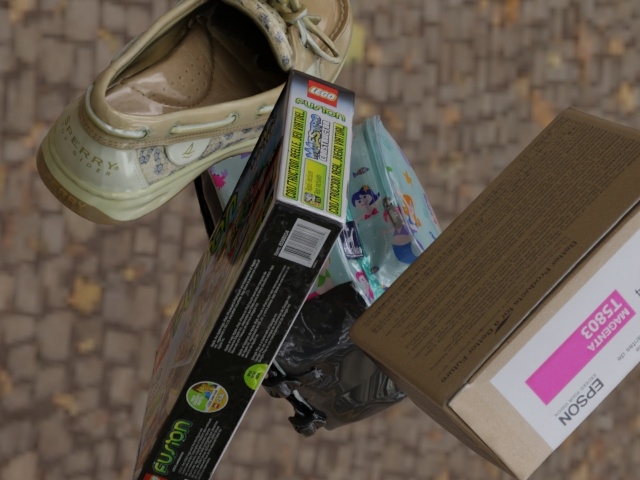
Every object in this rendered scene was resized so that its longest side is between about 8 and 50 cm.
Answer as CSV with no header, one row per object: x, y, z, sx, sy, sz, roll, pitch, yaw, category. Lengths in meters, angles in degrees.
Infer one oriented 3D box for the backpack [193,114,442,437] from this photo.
0.000,0.000,1.650,0.253,0.191,0.225,62,3,29,backpack

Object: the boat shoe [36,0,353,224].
-0.059,-0.108,1.256,0.285,0.104,0.089,-44,172,-44,boat shoe

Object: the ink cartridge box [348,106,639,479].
0.152,0.029,1.351,0.234,0.193,0.088,-45,112,-4,ink cartridge box

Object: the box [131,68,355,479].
-0.040,0.028,1.011,0.114,0.036,0.207,-85,-161,-53,box
